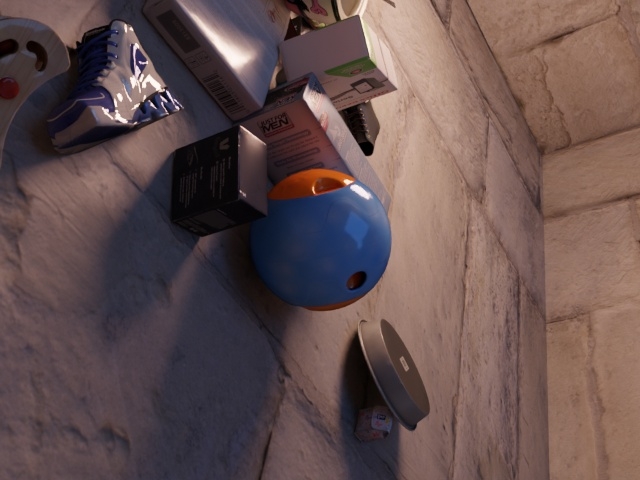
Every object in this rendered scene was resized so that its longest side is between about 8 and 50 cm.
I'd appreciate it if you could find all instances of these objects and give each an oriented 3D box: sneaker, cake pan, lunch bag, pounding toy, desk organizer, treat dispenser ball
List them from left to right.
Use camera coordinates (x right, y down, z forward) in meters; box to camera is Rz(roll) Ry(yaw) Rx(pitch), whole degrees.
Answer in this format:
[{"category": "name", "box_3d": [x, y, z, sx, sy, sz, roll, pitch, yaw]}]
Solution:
[{"category": "pounding toy", "box_3d": [-0.455, -0.237, 1.120, 0.154, 0.154, 0.270, 14, 94, -47]}, {"category": "sneaker", "box_3d": [-0.360, -0.260, 1.344, 0.182, 0.127, 0.315, 64, 22, -9]}, {"category": "desk organizer", "box_3d": [-0.087, -0.509, 2.029, 0.047, 0.050, 0.130, 91, -19, -62]}, {"category": "treat dispenser ball", "box_3d": [0.000, 0.000, 1.657, 0.288, 0.288, 0.288, 37, 44, -48]}, {"category": "sneaker", "box_3d": [0.103, -0.339, 2.249, 0.222, 0.083, 0.118, 48, 37, -40]}, {"category": "lunch bag", "box_3d": [0.126, 0.418, 1.875, 0.053, 0.083, 0.071, 57, 33, -29]}, {"category": "cake pan", "box_3d": [0.181, 0.312, 1.972, 0.293, 0.054, 0.293, 57, 14, -21]}]

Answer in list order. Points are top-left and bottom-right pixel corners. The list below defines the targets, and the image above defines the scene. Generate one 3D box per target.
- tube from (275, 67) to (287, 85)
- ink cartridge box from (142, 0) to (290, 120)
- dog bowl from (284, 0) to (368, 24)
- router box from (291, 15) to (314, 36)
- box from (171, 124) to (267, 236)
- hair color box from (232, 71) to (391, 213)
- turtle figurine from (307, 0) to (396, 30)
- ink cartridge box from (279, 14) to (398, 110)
[{"category": "tube", "box_3d": [-0.035, -0.333, 1.992, 0.207, 0.052, 0.080, 50, 38, -42]}, {"category": "ink cartridge box", "box_3d": [-0.207, -0.497, 1.768, 0.308, 0.091, 0.385, 49, 36, -36]}, {"category": "dog bowl", "box_3d": [0.016, -0.700, 1.914, 0.408, 0.150, 0.408, 8, 90, -76]}, {"category": "router box", "box_3d": [-0.033, -0.471, 2.114, 0.133, 0.046, 0.179, 38, 43, -47]}, {"category": "box", "box_3d": [-0.186, -0.107, 1.518, 0.093, 0.158, 0.156, 33, 48, -51]}, {"category": "hair color box", "box_3d": [-0.011, -0.173, 1.842, 0.374, 0.185, 0.114, 55, 34, -31]}, {"category": "turtle figurine", "box_3d": [0.041, -0.646, 2.149, 0.266, 0.197, 0.275, 52, 1, -10]}, {"category": "ink cartridge box", "box_3d": [0.050, -0.404, 1.917, 0.273, 0.198, 0.115, 13, 62, -70]}]
